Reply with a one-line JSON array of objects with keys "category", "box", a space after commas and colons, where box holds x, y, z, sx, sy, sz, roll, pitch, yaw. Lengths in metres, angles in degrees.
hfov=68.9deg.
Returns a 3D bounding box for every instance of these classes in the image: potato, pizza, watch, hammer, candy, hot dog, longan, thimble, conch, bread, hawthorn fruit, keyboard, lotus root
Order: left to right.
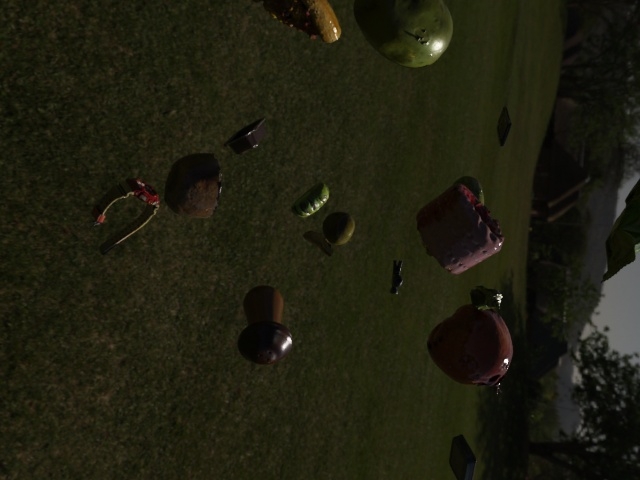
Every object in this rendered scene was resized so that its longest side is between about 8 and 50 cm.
[{"category": "watch", "box": [-0.627, -0.076, 1.452, 0.268, 0.102, 0.165, -41, 151, -2]}, {"category": "lotus root", "box": [-0.525, -0.225, 1.872, 0.192, 0.272, 0.272, 1, 93, -27]}, {"category": "pizza", "box": [-0.088, -0.604, 1.179, 0.289, 0.229, 0.081, 37, 84, -32]}, {"category": "bread", "box": [-0.031, -0.131, 1.555, 0.139, 0.130, 0.071, -45, 104, -26]}, {"category": "hot dog", "box": [0.001, 0.000, 1.863, 0.061, 0.169, 0.078, -46, 149, -12]}, {"category": "longan", "box": [0.045, -0.025, 1.017, 0.083, 0.075, 0.075, 15, 78, -31]}, {"category": "hammer", "box": [0.291, 0.142, 1.781, 0.290, 0.037, 0.137, 24, 73, -82]}, {"category": "potato", "box": [0.233, -0.610, 1.299, 0.304, 0.216, 0.215, 26, 66, -27]}, {"category": "thimble", "box": [0.290, -0.026, 0.977, 0.163, 0.125, 0.189, 54, 25, 3]}, {"category": "potato", "box": [0.649, -0.170, 2.070, 0.186, 0.149, 0.253, 136, -35, -65]}, {"category": "hawthorn fruit", "box": [0.521, 0.374, 1.561, 0.307, 0.276, 0.276, 55, 27, 7]}, {"category": "conch", "box": [0.519, 0.182, 1.472, 0.089, 0.121, 0.074, -22, 123, -14]}, {"category": "keyboard", "box": [0.610, -0.383, 1.558, 0.250, 0.017, 0.087, -60, 164, -57]}, {"category": "candy", "box": [0.656, -0.023, 0.978, 0.246, 0.069, 0.149, -54, 154, -20]}]

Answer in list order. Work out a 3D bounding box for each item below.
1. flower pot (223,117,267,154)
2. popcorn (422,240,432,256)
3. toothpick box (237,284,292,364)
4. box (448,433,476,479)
[{"category": "flower pot", "box": [-0.341, -0.486, 2.217, 0.084, 0.179, 0.251, 59, 25, -23]}, {"category": "popcorn", "box": [0.331, -0.001, 1.264, 0.116, 0.106, 0.120, -16, 130, -39]}, {"category": "toothpick box", "box": [-0.203, 0.305, 1.685, 0.294, 0.192, 0.192, -102, 175, -52]}, {"category": "box", "box": [0.389, 0.606, 1.283, 0.091, 0.031, 0.126, -114, -161, -58]}]
